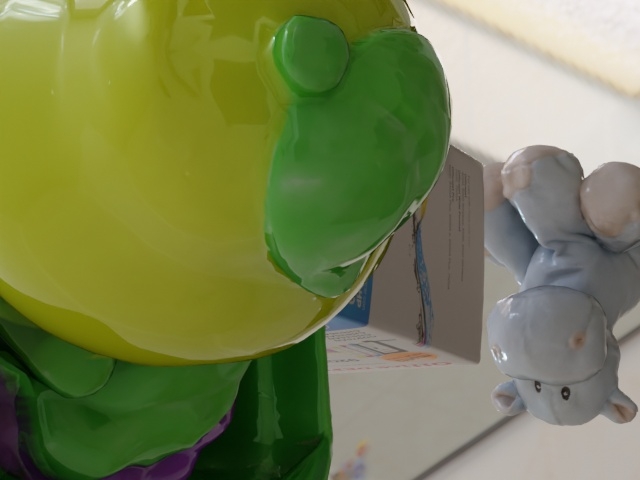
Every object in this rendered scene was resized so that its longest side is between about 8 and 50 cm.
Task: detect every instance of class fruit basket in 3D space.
[{"bbox_3d":[-0.068,-0.046,0.650,0.283,0.392,0.392,-7,-116,-55],"label":"fruit basket"}]

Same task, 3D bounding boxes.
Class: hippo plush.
[{"bbox_3d":[0.230,0.066,1.689,0.237,0.234,0.294,-68,-30,-25],"label":"hippo plush"}]

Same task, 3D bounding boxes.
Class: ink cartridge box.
[{"bbox_3d":[0.000,0.000,1.224,0.232,0.171,0.168,22,-113,-56],"label":"ink cartridge box"}]
